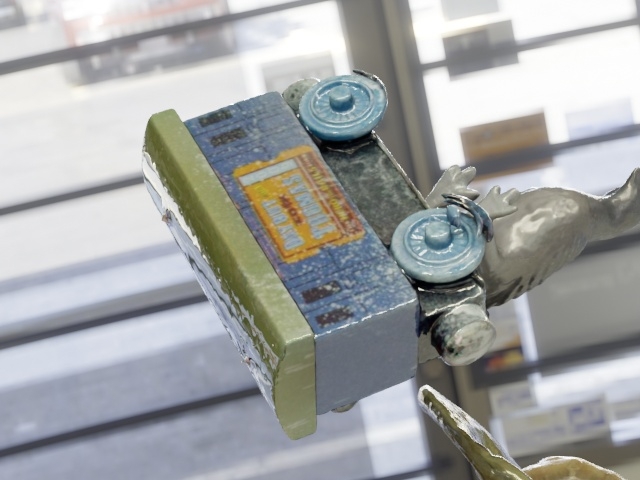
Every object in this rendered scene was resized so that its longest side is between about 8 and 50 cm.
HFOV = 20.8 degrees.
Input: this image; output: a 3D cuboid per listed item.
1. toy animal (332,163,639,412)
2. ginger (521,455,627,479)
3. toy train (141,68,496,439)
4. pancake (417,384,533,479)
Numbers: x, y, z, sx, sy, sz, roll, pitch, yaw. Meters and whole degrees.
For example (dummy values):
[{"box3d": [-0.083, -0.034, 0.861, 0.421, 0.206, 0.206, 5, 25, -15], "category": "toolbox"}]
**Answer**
[{"box3d": [0.140, 0.011, 1.472, 0.367, 0.081, 0.206, -30, -30, -3], "category": "toy animal"}, {"box3d": [0.241, 0.275, 1.827, 0.190, 0.095, 0.069, -16, -15, -16], "category": "ginger"}, {"box3d": [0.000, 0.000, 1.323, 0.202, 0.131, 0.299, -21, 48, -15], "category": "toy train"}, {"box3d": [0.160, 0.215, 1.498, 0.050, 0.242, 0.242, -42, 15, -2], "category": "pancake"}]
